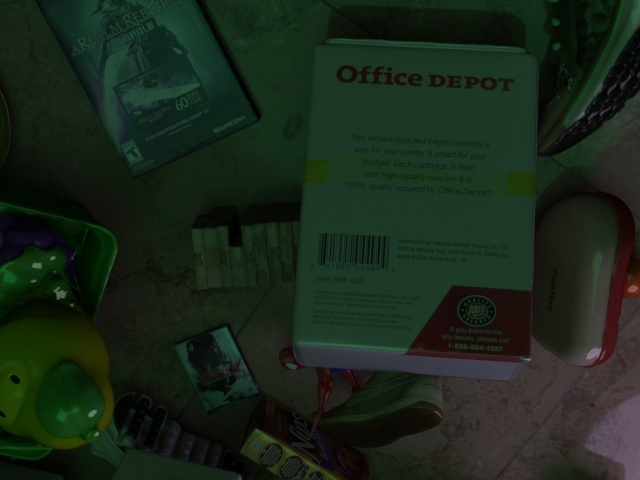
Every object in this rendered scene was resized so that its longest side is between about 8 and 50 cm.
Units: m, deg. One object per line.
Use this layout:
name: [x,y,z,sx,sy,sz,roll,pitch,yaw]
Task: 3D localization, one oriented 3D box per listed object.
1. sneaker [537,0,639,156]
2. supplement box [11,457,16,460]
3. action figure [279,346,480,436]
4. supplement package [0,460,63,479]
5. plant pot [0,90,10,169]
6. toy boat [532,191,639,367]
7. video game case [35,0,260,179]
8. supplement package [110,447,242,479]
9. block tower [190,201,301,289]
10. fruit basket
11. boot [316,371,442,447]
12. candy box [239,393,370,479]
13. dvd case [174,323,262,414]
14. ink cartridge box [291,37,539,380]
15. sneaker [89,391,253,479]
sneaker: [0.340,-0.302,1.614,0.182,0.158,0.410,34,114,26]
supplement box: [-0.421,0.277,1.912,0.098,0.036,0.062,-20,107,11]
action figure: [0.080,0.200,1.808,0.280,0.091,0.139,4,98,4]
supplement package: [-0.476,0.446,1.884,0.194,0.149,0.203,6,112,31]
plant pot: [-0.534,-0.163,1.770,0.236,0.032,0.236,1,109,4]
toy boat: [0.373,0.048,1.724,0.151,0.151,0.231,-6,113,-25]
video game case: [-0.227,-0.240,1.719,0.196,0.026,0.274,-24,107,13]
supplement package: [-0.191,0.455,1.794,0.177,0.175,0.293,9,138,21]
block tower: [0.000,0.000,1.748,0.335,0.091,0.097,-2,110,5]
fruit basket: [-0.406,0.132,1.679,0.283,0.392,0.392,15,111,-15]
boot: [0.088,0.180,1.716,0.077,0.165,0.213,32,144,-29]
candy box: [-0.020,0.307,1.849,0.186,0.109,0.053,31,110,-7]
dvd case: [-0.147,0.186,1.868,0.087,0.013,0.119,-20,107,12]
ink cartridge box: [0.119,-0.036,1.596,0.279,0.160,0.385,4,76,3]
sneaker: [-0.208,0.339,1.892,0.292,0.110,0.118,40,129,-12]
